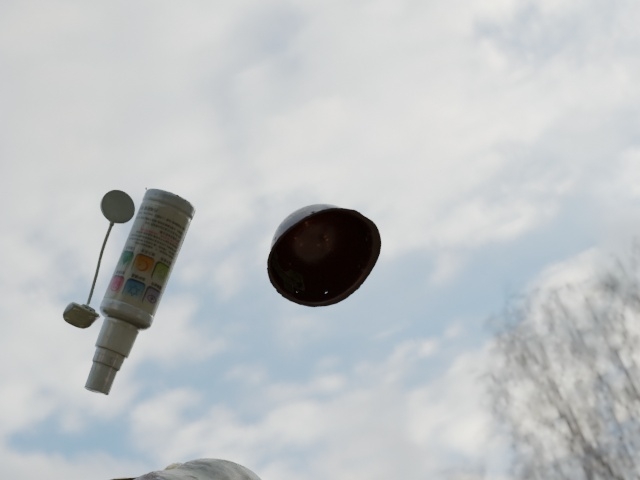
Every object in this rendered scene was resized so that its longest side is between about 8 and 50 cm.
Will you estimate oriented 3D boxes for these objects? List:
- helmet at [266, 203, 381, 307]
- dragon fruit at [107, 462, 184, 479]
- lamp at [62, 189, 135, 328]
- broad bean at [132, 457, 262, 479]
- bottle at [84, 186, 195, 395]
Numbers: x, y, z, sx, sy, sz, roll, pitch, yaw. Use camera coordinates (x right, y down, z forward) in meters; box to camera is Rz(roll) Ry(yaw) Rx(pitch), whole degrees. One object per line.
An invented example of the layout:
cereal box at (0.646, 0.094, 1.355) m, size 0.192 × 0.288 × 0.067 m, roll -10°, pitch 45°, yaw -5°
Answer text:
helmet at (0.000, 0.000, 1.955) m, size 0.175 × 0.106 × 0.155 m, roll -42°, pitch -61°, yaw 17°
dragon fruit at (-0.147, 0.378, 1.421) m, size 0.189 × 0.291 × 0.290 m, roll -24°, pitch -38°, yaw 24°
lamp at (-0.306, 0.023, 1.840) m, size 0.050 × 0.198 × 0.056 m, roll 23°, pitch -27°, yaw -19°
broad bean at (-0.090, 0.198, 0.963) m, size 0.061 × 0.077 × 0.339 m, roll -42°, pitch -14°, yaw 12°
bottle at (-0.192, 0.053, 1.366) m, size 0.060 × 0.217 × 0.060 m, roll 18°, pitch -16°, yaw 6°
